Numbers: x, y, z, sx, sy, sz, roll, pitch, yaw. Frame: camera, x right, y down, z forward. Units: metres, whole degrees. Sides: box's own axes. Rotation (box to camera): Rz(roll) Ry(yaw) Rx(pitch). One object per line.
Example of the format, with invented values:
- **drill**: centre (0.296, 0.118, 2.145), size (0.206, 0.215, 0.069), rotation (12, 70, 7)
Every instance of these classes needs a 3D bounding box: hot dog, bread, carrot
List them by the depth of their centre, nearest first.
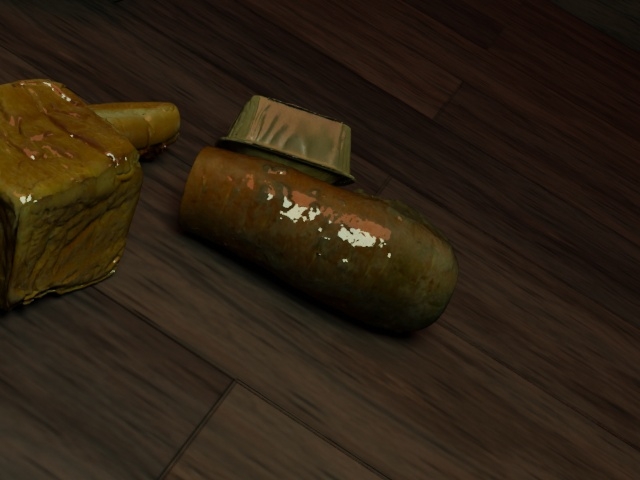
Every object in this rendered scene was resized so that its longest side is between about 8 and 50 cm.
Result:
- **bread**: centre (-0.255, -0.038, 0.655), size (0.149, 0.158, 0.143), rotation (42, 35, 11)
- **hot dog**: centre (-0.260, -0.108, 0.810), size (0.102, 0.076, 0.249), rotation (8, 15, 42)
- **carrot**: centre (0.000, 0.000, 0.812), size (0.301, 0.139, 0.139), rotation (19, 36, -3)

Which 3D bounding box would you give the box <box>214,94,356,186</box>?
- **box**: centre (-0.040, -0.110, 0.943), size (0.177, 0.111, 0.111), rotation (17, 37, -15)
